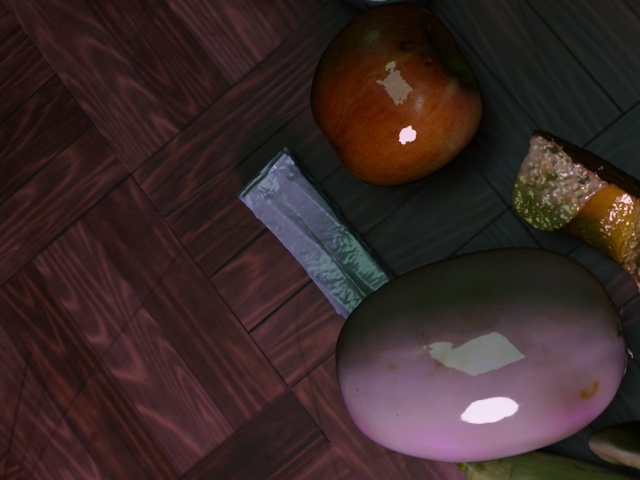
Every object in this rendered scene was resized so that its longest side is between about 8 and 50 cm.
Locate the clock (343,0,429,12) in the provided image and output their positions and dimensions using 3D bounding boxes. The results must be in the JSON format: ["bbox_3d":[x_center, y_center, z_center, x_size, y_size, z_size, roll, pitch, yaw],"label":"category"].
[{"bbox_3d":[0.058,-0.445,1.675,0.295,0.113,0.322,34,92,16],"label":"clock"}]

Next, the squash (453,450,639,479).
[{"bbox_3d":[0.305,0.300,1.530,0.370,0.118,0.118,20,90,18],"label":"squash"}]

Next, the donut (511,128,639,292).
[{"bbox_3d":[0.334,-0.016,1.544,0.259,0.152,0.101,36,109,22],"label":"donut"}]

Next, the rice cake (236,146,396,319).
[{"bbox_3d":[0.000,0.000,1.680,0.085,0.040,0.226,-42,75,7],"label":"rice cake"}]

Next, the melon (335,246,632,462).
[{"bbox_3d":[0.173,0.123,1.529,0.316,0.223,0.223,-13,81,9],"label":"melon"}]

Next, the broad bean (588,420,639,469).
[{"bbox_3d":[0.388,0.229,1.499,0.206,0.153,0.072,25,103,34],"label":"broad bean"}]

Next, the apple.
[{"bbox_3d":[0.081,-0.157,1.599,0.195,0.196,0.196,-2,84,15],"label":"apple"}]
